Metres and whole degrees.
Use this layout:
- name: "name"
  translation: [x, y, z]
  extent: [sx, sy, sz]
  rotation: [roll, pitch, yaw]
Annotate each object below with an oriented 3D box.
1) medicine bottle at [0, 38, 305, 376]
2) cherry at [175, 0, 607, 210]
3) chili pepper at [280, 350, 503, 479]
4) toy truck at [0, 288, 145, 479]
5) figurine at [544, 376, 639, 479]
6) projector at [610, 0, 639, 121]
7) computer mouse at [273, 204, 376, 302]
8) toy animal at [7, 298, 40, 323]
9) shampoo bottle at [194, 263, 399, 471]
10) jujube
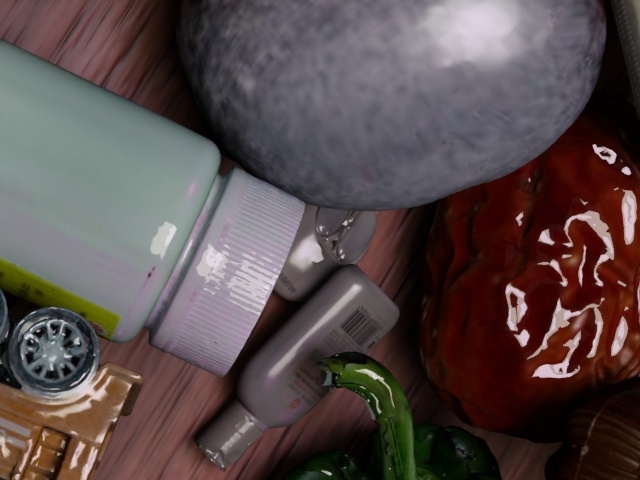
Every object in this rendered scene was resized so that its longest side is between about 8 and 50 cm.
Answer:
- name: "medicine bottle"
  translation: [-0.135, -0.018, 1.143]
  extent: [0.225, 0.139, 0.139]
  rotation: [25, 86, -5]
- name: "cherry"
  translation: [0.050, -0.147, 1.198]
  extent: [0.296, 0.218, 0.255]
  rotation: [-35, 90, -1]
- name: "chili pepper"
  translation: [0.048, 0.195, 1.263]
  extent: [0.173, 0.165, 0.261]
  rotation: [-13, 131, -10]
- name: "toy truck"
  translation: [-0.286, 0.091, 1.068]
  extent: [0.338, 0.133, 0.184]
  rotation: [21, 73, -4]
- name: "figurine"
  translation: [0.242, 0.166, 1.294]
  extent: [0.187, 0.168, 0.315]
  rotation: [-47, 149, 10]
- name: "projector"
  translation: [0.286, -0.121, 1.215]
  extent: [0.242, 0.163, 0.177]
  rotation: [43, 35, -59]
- name: "computer mouse"
  translation: [0.001, 0.001, 1.298]
  extent: [0.096, 0.039, 0.066]
  rotation: [-43, 113, -15]
- name: "toy animal"
  translation: [-0.228, 0.101, 1.191]
  extent: [0.224, 0.066, 0.230]
  rotation: [3, 88, -25]
- name: "shampoo bottle"
  translation: [-0.018, 0.090, 1.290]
  extent: [0.165, 0.040, 0.080]
  rotation: [-45, 148, 0]
- name: "jujube"
  translation: [0.158, 0.016, 1.309]
  extent: [0.174, 0.174, 0.250]
  rotation: [9, 86, -26]
